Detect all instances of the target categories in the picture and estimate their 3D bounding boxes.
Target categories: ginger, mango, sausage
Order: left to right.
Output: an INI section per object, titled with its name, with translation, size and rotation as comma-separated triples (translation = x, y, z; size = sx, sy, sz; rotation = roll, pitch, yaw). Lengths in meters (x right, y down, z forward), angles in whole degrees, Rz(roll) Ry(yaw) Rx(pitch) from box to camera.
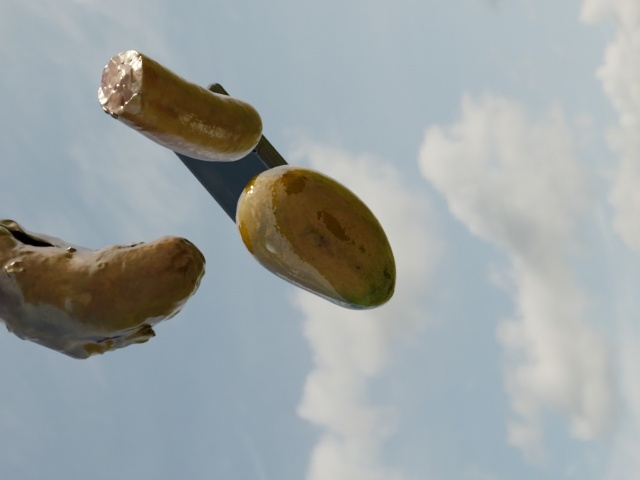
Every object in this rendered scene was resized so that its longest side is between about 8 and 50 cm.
[ginger]
translation = -0.315, 0.066, 1.688
size = 0.165, 0.321, 0.172
rotation = -92, 7, -77
[sausage]
translation = -0.178, -0.170, 1.721
size = 0.270, 0.109, 0.109
rotation = 19, -119, -52
[mango]
translation = 0.000, -0.005, 1.560
size = 0.221, 0.120, 0.152
rotation = 30, -132, -8

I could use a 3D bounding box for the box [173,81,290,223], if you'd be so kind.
[box]
translation = -0.159, -0.145, 2.193
size = 0.230, 0.160, 0.050
rotation = 50, -141, -7
